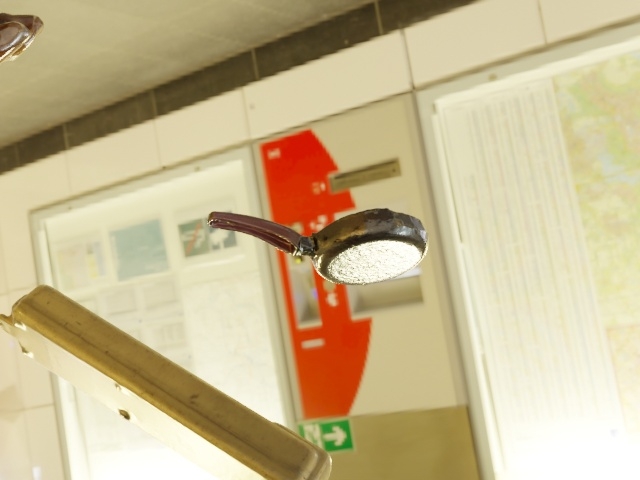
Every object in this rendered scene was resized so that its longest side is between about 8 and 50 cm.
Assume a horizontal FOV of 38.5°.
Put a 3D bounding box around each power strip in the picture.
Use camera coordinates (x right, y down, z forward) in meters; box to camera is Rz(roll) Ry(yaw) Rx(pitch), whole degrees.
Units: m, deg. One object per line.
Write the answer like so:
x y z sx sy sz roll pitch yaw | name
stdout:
-0.108 0.120 0.670 0.044 0.305 0.064 -50 162 -36 | power strip

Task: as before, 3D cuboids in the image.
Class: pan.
0.000 0.003 0.847 0.212 0.040 0.115 7 149 -17 | pan

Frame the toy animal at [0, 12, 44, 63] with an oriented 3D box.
-0.215 -0.109 0.335 0.298 0.185 0.122 -47 -158 -26 | toy animal
